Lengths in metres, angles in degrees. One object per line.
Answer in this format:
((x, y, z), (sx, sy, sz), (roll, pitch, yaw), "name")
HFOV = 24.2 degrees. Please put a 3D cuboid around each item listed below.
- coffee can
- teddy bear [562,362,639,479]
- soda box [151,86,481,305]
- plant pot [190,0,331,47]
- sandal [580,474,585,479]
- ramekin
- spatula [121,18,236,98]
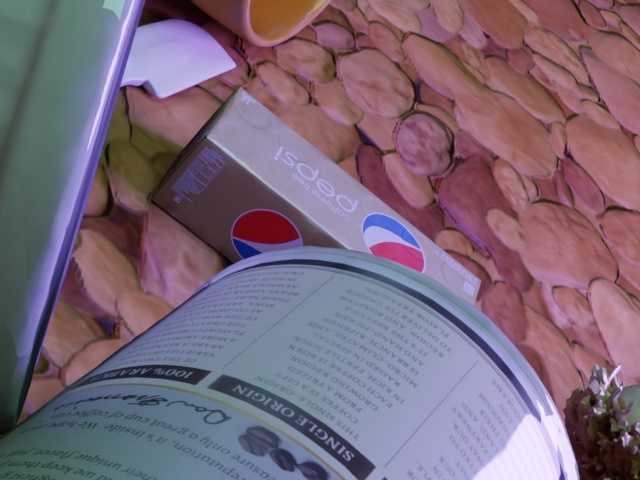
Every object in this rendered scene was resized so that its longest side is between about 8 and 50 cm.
((-0.046, 0.142, 0.517), (0.201, 0.201, 0.275), (47, 35, 3), "coffee can")
((0.154, 0.221, 0.666), (0.245, 0.113, 0.338), (-19, 99, -84), "teddy bear")
((0.000, 0.000, 0.835), (0.181, 0.058, 0.061), (39, 35, -10), "soda box")
((-0.060, -0.256, 0.934), (0.188, 0.205, 0.205), (34, 33, 12), "plant pot")
((0.191, 0.132, 0.876), (0.060, 0.090, 0.219), (36, 35, 23), "sandal")
((-0.143, -0.069, 0.592), (0.127, 0.273, 0.273), (17, 40, -8), "ramekin")
((-0.165, -0.135, 0.844), (0.168, 0.019, 0.242), (54, 36, 3), "spatula")
